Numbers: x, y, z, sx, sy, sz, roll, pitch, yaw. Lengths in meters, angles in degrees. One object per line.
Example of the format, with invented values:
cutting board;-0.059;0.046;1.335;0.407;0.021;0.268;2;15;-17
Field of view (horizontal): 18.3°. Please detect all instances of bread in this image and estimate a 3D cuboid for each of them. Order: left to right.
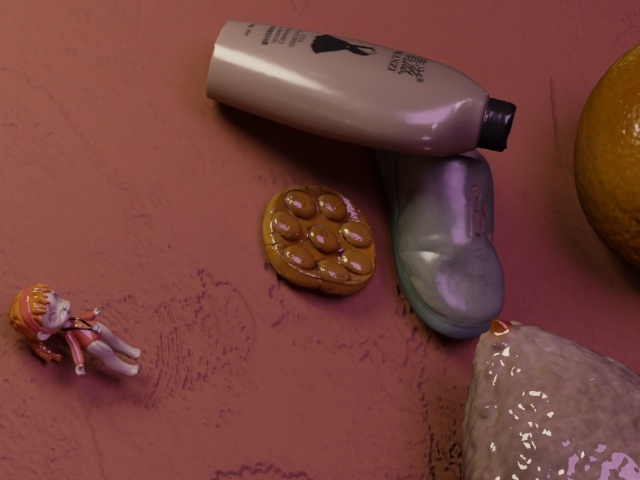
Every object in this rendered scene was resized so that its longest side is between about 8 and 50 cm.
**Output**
bread;0.000;0.000;1.661;0.110;0.024;0.110;18;53;-25

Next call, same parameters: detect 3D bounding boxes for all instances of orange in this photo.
orange;0.340;-0.082;1.815;0.236;0.236;0.236;17;54;-25

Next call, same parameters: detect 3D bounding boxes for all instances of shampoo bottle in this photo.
shampoo bottle;0.037;-0.122;1.660;0.257;0.078;0.127;15;28;4

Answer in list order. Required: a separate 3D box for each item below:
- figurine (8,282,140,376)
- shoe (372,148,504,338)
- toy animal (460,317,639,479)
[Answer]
figurine;-0.183;0.072;1.479;0.109;0.047;0.064;31;41;-27
shoe;0.111;-0.040;1.713;0.103;0.100;0.251;2;59;-33
toy animal;0.225;0.221;1.570;0.358;0.188;0.226;53;42;5
